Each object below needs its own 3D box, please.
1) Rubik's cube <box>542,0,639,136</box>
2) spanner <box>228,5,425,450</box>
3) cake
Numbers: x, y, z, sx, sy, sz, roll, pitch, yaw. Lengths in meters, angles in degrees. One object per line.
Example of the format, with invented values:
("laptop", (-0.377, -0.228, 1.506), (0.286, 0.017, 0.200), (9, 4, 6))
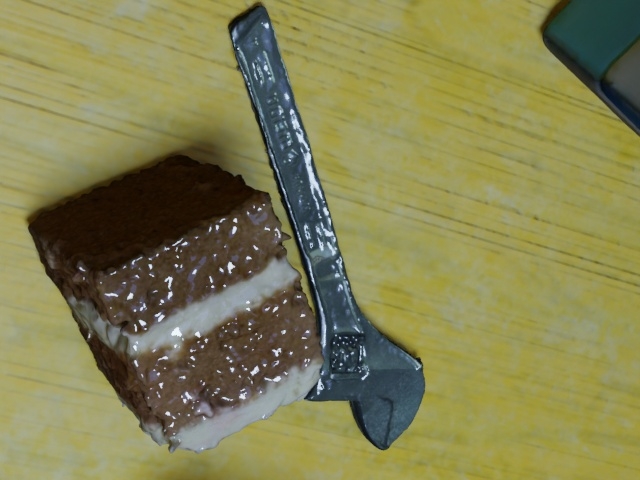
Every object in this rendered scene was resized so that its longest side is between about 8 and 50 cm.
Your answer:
("Rubik's cube", (0.414, -0.102, 1.049), (0.344, 0.346, 0.347), (37, 103, -27))
("spanner", (0.000, 0.000, 1.104), (0.093, 0.026, 0.325), (-24, 110, -19))
("cake", (-0.087, 0.040, 1.017), (0.134, 0.135, 0.147), (-24, 116, -19))
